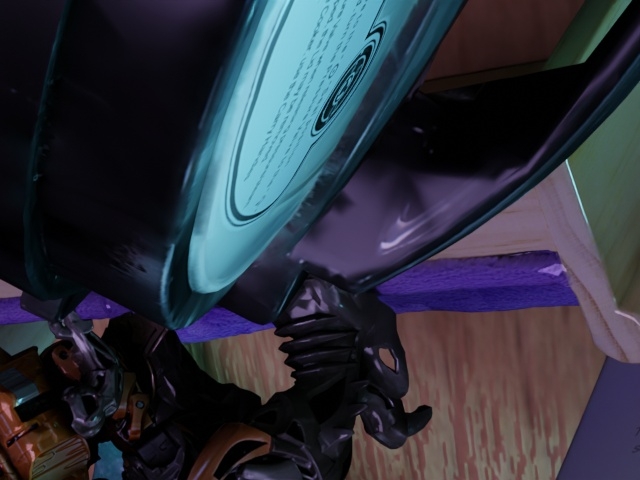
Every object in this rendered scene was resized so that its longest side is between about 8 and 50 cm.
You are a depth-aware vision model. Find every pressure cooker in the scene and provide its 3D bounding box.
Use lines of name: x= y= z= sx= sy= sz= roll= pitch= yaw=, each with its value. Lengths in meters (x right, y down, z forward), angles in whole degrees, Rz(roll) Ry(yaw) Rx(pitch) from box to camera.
pressure cooker: x=-0.068 y=-0.185 z=0.494 sx=0.420 sy=0.375 sz=0.370 roll=28 pitch=170 yaw=4

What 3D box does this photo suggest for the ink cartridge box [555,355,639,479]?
ink cartridge box: x=0.201 y=0.144 z=0.689 sx=0.226 sy=0.306 sz=0.131 roll=-20 pitch=113 yaw=39

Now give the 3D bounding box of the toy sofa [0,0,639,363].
toy sofa: x=0.000 y=0.000 z=0.800 sx=0.362 sy=0.150 sz=0.177 roll=-6 pitch=120 yaw=32

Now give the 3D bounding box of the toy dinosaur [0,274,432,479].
toy dinosaur: x=-0.066 y=0.116 z=0.674 sx=0.164 sy=0.218 sz=0.322 roll=-14 pitch=120 yaw=36

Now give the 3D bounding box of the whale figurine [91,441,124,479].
whale figurine: x=-0.092 y=0.199 z=0.974 sx=0.141 sy=0.216 sz=0.272 roll=-20 pitch=97 yaw=-4
